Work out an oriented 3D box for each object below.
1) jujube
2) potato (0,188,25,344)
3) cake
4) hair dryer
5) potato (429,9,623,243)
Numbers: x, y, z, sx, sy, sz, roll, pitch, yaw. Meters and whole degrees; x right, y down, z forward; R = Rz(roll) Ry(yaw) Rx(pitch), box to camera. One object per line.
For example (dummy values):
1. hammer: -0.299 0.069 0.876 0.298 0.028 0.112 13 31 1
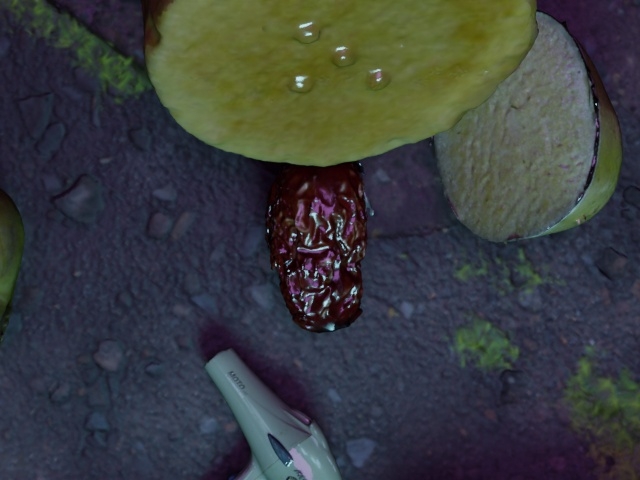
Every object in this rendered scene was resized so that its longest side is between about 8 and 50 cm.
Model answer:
1. jujube: -0.004 0.000 1.300 0.104 0.104 0.166 1 89 -6
2. potato: -0.340 0.034 1.250 0.154 0.137 0.200 21 86 -36
3. cake: 0.000 -0.269 1.203 0.332 0.332 0.321 -5 58 -6
4. hair dryer: -0.095 0.195 1.320 0.199 0.067 0.167 -26 82 8
5. potato: 0.205 -0.095 1.316 0.117 0.182 0.202 6 66 -42
